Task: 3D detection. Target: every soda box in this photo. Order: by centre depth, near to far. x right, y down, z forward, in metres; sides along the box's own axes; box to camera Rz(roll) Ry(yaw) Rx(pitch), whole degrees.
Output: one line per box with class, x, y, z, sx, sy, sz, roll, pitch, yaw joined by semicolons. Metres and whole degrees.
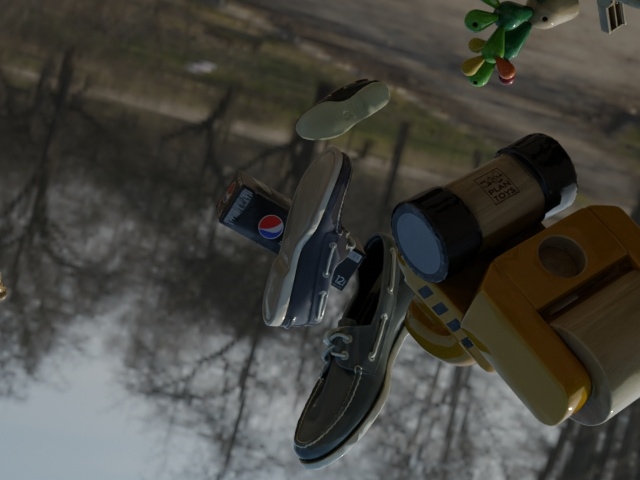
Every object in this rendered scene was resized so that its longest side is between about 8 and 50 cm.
soda box;-0.034;-0.011;1.583;0.169;0.053;0.060;30;-167;-17

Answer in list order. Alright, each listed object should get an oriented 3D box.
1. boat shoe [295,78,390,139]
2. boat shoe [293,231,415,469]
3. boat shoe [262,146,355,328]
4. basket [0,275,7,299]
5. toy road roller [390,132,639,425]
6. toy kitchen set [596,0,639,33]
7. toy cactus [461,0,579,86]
boat shoe;0.024;-0.167;1.786;0.133;0.049;0.042;-28;-158;-16
boat shoe;0.036;0.128;1.702;0.116;0.319;0.099;-8;134;50
boat shoe;0.000;0.000;1.432;0.065;0.206;0.075;12;-156;-21
basket;-0.479;0.027;1.304;0.299;0.223;0.213;31;155;18
toy road roller;0.221;0.068;1.508;0.202;0.240;0.329;-28;-115;-27
toy kitchen set;0.423;-0.316;1.861;0.068;0.075;0.083;-33;-141;-20
toy cactus;0.262;-0.287;1.769;0.180;0.219;0.112;-14;-141;-35
